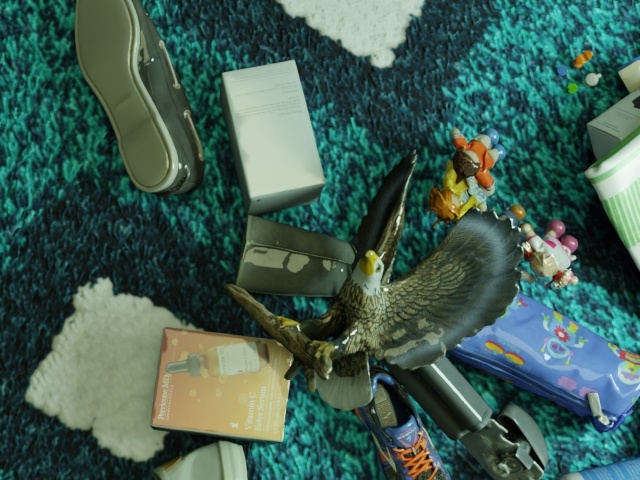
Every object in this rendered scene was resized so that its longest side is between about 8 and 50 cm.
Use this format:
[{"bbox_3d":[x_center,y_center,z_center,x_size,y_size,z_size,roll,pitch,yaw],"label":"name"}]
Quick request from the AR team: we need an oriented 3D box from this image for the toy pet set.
[{"bbox_3d":[0.429,-0.225,1.654,0.114,0.065,0.122,-31,78,23],"label":"toy pet set"}]

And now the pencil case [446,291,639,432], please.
[{"bbox_3d":[0.287,0.149,1.510,0.306,0.119,0.133,28,35,0],"label":"pencil case"}]

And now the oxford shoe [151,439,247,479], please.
[{"bbox_3d":[-0.151,0.469,1.371,0.130,0.169,0.449,1,71,-10],"label":"oxford shoe"}]

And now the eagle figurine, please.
[{"bbox_3d":[0.077,0.056,1.388,0.298,0.225,0.226,-36,96,-22],"label":"eagle figurine"}]

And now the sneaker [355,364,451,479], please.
[{"bbox_3d":[0.106,0.264,1.484,0.083,0.087,0.221,-31,83,-11],"label":"sneaker"}]

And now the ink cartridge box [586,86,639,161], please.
[{"bbox_3d":[0.475,-0.150,1.594,0.175,0.072,0.127,-34,126,-13],"label":"ink cartridge box"}]

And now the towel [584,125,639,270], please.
[{"bbox_3d":[0.523,-0.035,1.559,0.248,0.038,0.325,-39,111,-10],"label":"towel"}]

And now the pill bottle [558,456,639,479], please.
[{"bbox_3d":[0.380,0.354,1.476,0.221,0.124,0.124,-11,80,-5],"label":"pill bottle"}]

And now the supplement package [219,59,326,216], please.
[{"bbox_3d":[-0.068,-0.137,1.538,0.105,0.105,0.179,-11,79,-10],"label":"supplement package"}]

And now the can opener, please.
[{"bbox_3d":[0.195,0.215,1.498,0.283,0.076,0.095,49,44,-9],"label":"can opener"}]

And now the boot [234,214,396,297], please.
[{"bbox_3d":[0.000,-0.002,1.543,0.208,0.076,0.190,13,75,3],"label":"boot"}]

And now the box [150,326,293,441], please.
[{"bbox_3d":[-0.128,0.190,1.469,0.170,0.091,0.130,7,77,-6],"label":"box"}]

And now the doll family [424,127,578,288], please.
[{"bbox_3d":[0.228,-0.022,1.526,0.118,0.163,0.263,-39,87,30],"label":"doll family"}]

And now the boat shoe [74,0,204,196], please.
[{"bbox_3d":[-0.247,-0.212,1.551,0.112,0.095,0.335,-25,76,25],"label":"boat shoe"}]
